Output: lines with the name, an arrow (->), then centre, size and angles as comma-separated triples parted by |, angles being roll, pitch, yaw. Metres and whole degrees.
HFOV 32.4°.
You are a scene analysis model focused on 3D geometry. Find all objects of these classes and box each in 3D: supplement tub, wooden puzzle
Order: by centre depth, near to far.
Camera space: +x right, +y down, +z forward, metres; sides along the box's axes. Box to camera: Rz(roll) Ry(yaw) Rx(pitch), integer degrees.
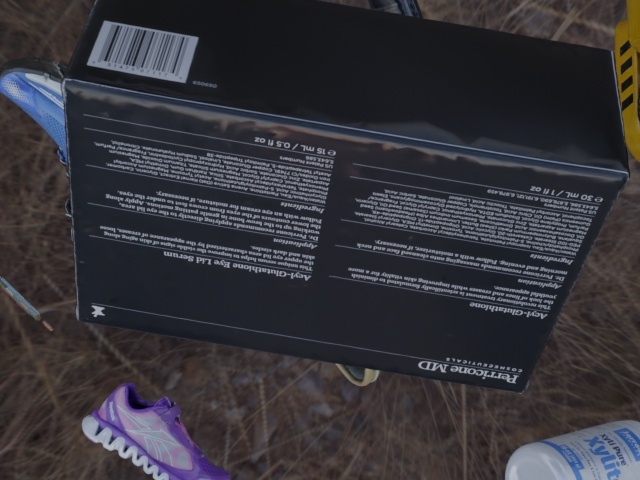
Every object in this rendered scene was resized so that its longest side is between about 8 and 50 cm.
supplement tub -> 0.195, 0.174, 0.807 | 0.107, 0.071, 0.071 | -8, 88, -32
wooden puzzle -> -0.292, 0.059, 1.074 | 0.083, 0.049, 0.006 | 44, 74, 0

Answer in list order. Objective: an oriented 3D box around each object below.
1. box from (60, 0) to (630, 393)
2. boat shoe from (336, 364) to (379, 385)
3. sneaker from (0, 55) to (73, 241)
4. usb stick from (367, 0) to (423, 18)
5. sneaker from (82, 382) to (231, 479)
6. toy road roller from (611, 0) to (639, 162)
box -> 0.005, -0.025, 0.590 | 0.261, 0.184, 0.103 | 10, 46, -2
boat shoe -> 0.000, 0.000, 0.886 | 0.089, 0.104, 0.285 | -54, 126, -28
sneaker -> -0.229, -0.055, 1.176 | 0.147, 0.130, 0.330 | -39, 113, 4
usb stick -> 0.073, -0.405, 1.526 | 0.077, 0.045, 0.278 | -5, 116, 43
sneaker -> -0.228, 0.288, 1.615 | 0.236, 0.095, 0.104 | 30, 91, 5
toy road roller -> 0.474, -0.253, 1.477 | 0.202, 0.240, 0.330 | 1, 85, -24
